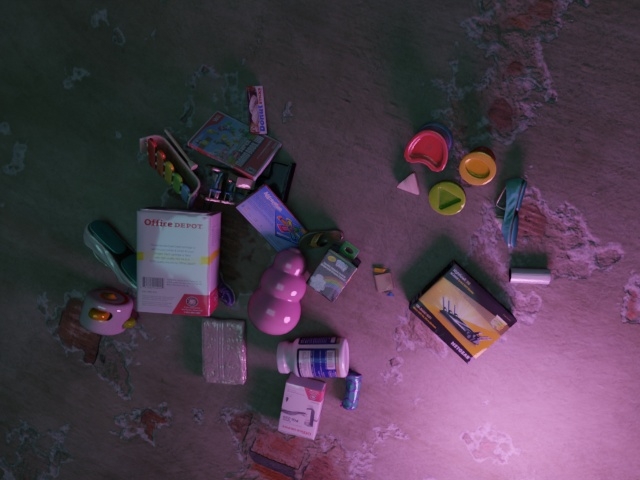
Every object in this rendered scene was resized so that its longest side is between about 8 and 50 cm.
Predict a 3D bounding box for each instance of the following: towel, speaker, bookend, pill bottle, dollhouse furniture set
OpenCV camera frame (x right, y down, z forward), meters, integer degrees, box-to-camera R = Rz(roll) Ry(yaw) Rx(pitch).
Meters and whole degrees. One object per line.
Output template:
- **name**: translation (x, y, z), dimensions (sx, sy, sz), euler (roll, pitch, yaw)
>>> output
- **towel**: translation (-0.396, 0.456, 2.082), dimensions (0.187, 0.049, 0.282), euler (3, 99, 9)
- **speaker**: translation (0.748, 0.127, 1.810), dimensions (0.136, 0.055, 0.055), euler (1, 99, 11)
- **bookend**: translation (-0.191, -0.236, 1.918), dimensions (0.157, 0.072, 0.156), euler (16, 101, 8)
- **pill bottle**: translation (-0.028, 0.452, 1.958), dimensions (0.264, 0.153, 0.153), euler (-2, 99, 11)
- **dollhouse furniture set**: translation (-0.351, -0.195, 1.878), dimensions (0.129, 0.183, 0.129), euler (7, 105, -36)

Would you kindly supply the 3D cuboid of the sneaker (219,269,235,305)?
- **sneaker**: translation (-0.408, 0.193, 2.029), dimensions (0.068, 0.071, 0.170), euler (-32, 93, 14)

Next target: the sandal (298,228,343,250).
- **sandal**: translation (0.000, 0.000, 1.919), dimensions (0.180, 0.049, 0.072), euler (-11, 120, 5)

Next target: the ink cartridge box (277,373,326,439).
- **ink cartridge box**: translation (-0.075, 0.669, 2.034), dimensions (0.158, 0.092, 0.218), euler (12, 103, 9)

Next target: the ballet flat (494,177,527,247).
- **ballet flat**: translation (0.664, -0.101, 1.787), dimensions (0.087, 0.083, 0.247), euler (13, 102, 33)

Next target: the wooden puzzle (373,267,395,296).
- **wooden puzzle**: translation (0.245, 0.158, 1.932), dimensions (0.078, 0.014, 0.116), euler (-5, 98, 16)

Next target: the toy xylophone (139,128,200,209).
- **toy xylophone**: translation (-0.563, -0.283, 1.918), dimensions (0.081, 0.236, 0.323), euler (-38, 78, -26)

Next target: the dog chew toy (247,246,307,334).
- **dog chew toy**: translation (-0.148, 0.186, 1.922), dimensions (0.206, 0.206, 0.332), euler (21, 94, 7)

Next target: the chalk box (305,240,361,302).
- **chalk box**: translation (0.063, 0.101, 1.897), dimensions (0.132, 0.132, 0.213), euler (35, 102, 4)

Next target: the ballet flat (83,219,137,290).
- **ballet flat**: translation (-0.819, 0.090, 2.072), dimensions (0.139, 0.139, 0.400), euler (-44, 89, 14)

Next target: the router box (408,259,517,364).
- **router box**: translation (0.519, 0.263, 1.862), dimensions (0.309, 0.081, 0.243), euler (42, 104, 2)

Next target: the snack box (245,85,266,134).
- **snack box**: translation (-0.242, -0.488, 1.893), dimensions (0.064, 0.022, 0.178), euler (-6, 93, -17)

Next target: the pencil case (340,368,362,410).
- **pencil case**: translation (0.121, 0.593, 1.998), dimensions (0.070, 0.064, 0.152), euler (5, 100, -6)

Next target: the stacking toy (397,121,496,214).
- **stacking toy**: translation (0.446, -0.262, 1.805), dimensions (0.309, 0.130, 0.280), euler (30, 129, 7)

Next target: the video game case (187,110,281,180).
- **video game case**: translation (-0.315, -0.357, 1.876), dimensions (0.285, 0.204, 0.025), euler (28, 147, 5)

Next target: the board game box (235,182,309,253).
- **board game box**: translation (-0.174, -0.072, 1.902), dimensions (0.145, 0.027, 0.281), euler (-33, 119, 15)

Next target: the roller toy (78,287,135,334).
- **roller toy**: translation (-0.876, 0.283, 2.066), dimensions (0.191, 0.209, 0.146), euler (28, 104, 35)

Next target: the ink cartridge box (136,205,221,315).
- **ink cartridge box**: translation (-0.529, 0.072, 1.903), dimensions (0.279, 0.160, 0.385), euler (4, 99, 3)
